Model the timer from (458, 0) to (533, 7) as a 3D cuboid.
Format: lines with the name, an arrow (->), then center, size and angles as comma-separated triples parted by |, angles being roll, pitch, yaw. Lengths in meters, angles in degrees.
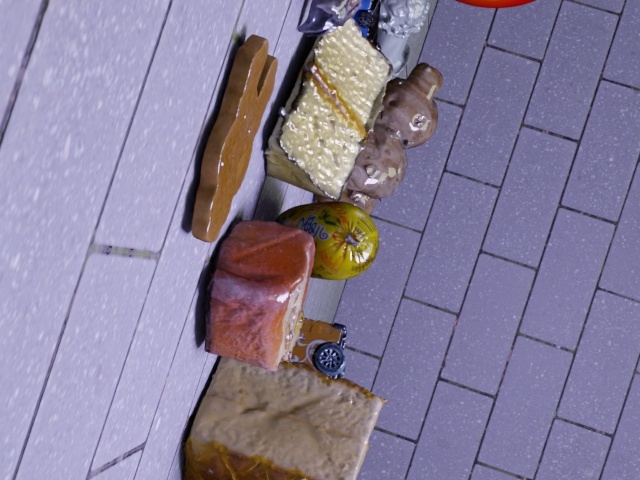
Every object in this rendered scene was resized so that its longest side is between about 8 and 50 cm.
timer -> 0.317, -0.601, 1.779 | 0.378, 0.378, 0.279 | 95, 10, -64

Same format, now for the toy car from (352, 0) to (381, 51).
toy car -> 0.075, -0.379, 1.759 | 0.216, 0.063, 0.103 | 92, 16, -48

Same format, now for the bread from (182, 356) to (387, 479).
bread -> -0.065, 0.342, 1.606 | 0.279, 0.279, 0.207 | 103, 8, -57

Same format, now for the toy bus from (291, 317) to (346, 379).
toy bus -> -0.067, 0.308, 1.875 | 0.162, 0.194, 0.323 | 85, 21, -76

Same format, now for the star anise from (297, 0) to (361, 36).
star anise -> 0.048, -0.358, 1.355 | 0.204, 0.061, 0.180 | -48, -167, -5

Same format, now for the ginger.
ginger -> 0.125, -0.207, 2.019 | 0.375, 0.176, 0.256 | -55, 174, -3

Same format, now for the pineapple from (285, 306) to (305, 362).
pineapple -> -0.083, 0.149, 1.732 | 0.221, 0.047, 0.221 | 10, 90, -66

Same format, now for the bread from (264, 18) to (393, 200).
bread -> 0.005, -0.203, 1.470 | 0.142, 0.178, 0.266 | -5, -125, 56

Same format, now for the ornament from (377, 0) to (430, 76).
ornament -> 0.139, -0.411, 1.926 | 0.120, 0.130, 0.285 | -54, 167, -25

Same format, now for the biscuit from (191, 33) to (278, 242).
biscuit -> -0.102, -0.113, 1.121 | 0.144, 0.040, 0.236 | 32, 78, -76

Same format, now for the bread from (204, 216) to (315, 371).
bread -> -0.089, 0.085, 1.393 | 0.244, 0.123, 0.190 | 102, 7, -49

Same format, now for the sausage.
sausage -> 0.000, 0.000, 1.559 | 0.347, 0.123, 0.123 | 178, -69, -73
